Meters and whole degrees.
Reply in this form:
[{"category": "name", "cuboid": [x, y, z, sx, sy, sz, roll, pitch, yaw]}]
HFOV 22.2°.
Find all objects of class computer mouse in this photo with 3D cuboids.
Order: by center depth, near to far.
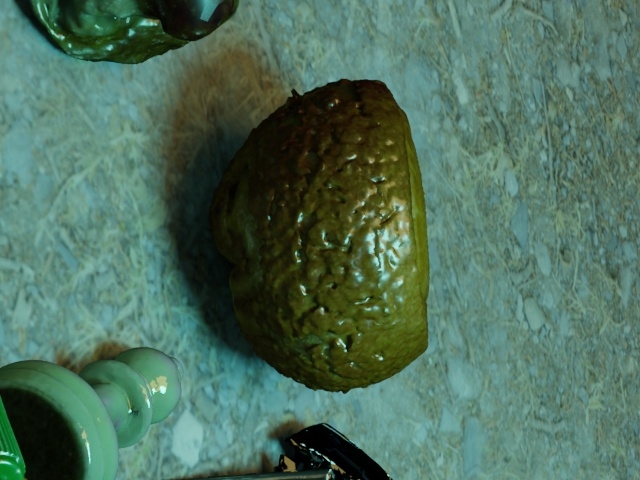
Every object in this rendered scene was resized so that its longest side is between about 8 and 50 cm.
[{"category": "computer mouse", "cuboid": [0.032, 0.283, 1.690, 0.241, 0.077, 0.146, 51, 43, -34]}]

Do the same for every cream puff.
[{"category": "cream puff", "cuboid": [0.000, 0.000, 1.588, 0.303, 0.212, 0.303, 173, -90, -88]}]

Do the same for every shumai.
[{"category": "shumai", "cuboid": [-0.131, -0.278, 1.485, 0.222, 0.204, 0.272, 53, 40, -35]}]

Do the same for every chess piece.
[{"category": "chess piece", "cuboid": [-0.185, 0.145, 1.391, 0.272, 0.139, 0.139, -25, 103, -64]}]

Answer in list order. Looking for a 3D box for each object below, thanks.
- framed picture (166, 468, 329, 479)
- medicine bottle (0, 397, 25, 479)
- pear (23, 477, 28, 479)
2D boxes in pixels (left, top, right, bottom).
[{"category": "framed picture", "cuboid": [-0.063, 0.320, 1.557, 0.199, 0.010, 0.195, 2, 80, -37]}, {"category": "medicine bottle", "cuboid": [-0.279, 0.068, 1.165, 0.309, 0.076, 0.111, 59, -1, 42]}, {"category": "pear", "cuboid": [-0.290, 0.330, 1.124, 0.386, 0.191, 0.340, 36, 42, -48]}]
